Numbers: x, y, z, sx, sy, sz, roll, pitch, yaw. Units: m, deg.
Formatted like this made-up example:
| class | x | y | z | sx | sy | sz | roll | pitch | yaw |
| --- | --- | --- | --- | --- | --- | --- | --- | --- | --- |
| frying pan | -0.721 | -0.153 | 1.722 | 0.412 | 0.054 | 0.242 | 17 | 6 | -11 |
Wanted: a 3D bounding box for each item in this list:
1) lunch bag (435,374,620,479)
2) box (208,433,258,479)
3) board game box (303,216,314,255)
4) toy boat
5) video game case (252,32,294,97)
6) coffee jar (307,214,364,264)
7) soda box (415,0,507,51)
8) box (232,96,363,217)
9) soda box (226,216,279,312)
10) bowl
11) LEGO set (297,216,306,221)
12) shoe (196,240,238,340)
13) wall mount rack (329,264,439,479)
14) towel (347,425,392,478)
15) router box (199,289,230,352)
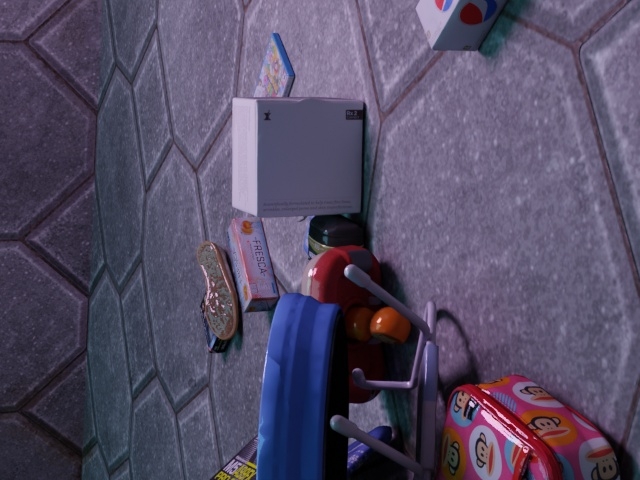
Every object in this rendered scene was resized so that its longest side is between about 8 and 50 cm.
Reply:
| class | x | y | z | sx | sy | sz | roll | pitch | yaw |
| --- | --- | --- | --- | --- | --- | --- | --- | --- | --- |
| lunch bag | 0.235 | 0.322 | 1.257 | 0.258 | 0.120 | 0.293 | -143 | 51 | -58 |
| box | -0.117 | 0.445 | 1.996 | 0.060 | 0.216 | 0.270 | 52 | 163 | -14 |
| board game box | 0.000 | 0.000 | 1.901 | 0.090 | 0.020 | 0.090 | -122 | 35 | -50 |
| toy boat | 0.064 | 0.125 | 1.647 | 0.151 | 0.151 | 0.231 | 4 | 97 | 38 |
| video game case | -0.090 | -0.284 | 2.091 | 0.166 | 0.015 | 0.119 | 112 | 147 | -45 |
| coffee jar | 0.020 | 0.051 | 1.782 | 0.096 | 0.079 | 0.184 | -144 | 55 | -62 |
| soda box | 0.190 | -0.323 | 1.340 | 0.216 | 0.069 | 0.074 | 119 | 142 | -52 |
| box | -0.037 | -0.134 | 1.765 | 0.119 | 0.181 | 0.182 | -159 | 68 | -66 |
| soda box | -0.132 | 0.047 | 2.176 | 0.063 | 0.058 | 0.183 | 122 | 141 | -54 |
| bowl | -0.014 | 0.261 | 1.410 | 0.391 | 0.077 | 0.391 | 1 | -90 | -84 |
| LEGO set | -0.022 | -0.072 | 1.952 | 0.054 | 0.023 | 0.083 | 51 | 125 | 52 |
| shoe | -0.208 | 0.106 | 2.379 | 0.076 | 0.058 | 0.219 | -20 | 72 | 22 |
| wall mount rack | 0.084 | 0.205 | 1.415 | 0.304 | 0.130 | 0.350 | 89 | -175 | -55 |
| towel | -0.032 | 0.420 | 1.686 | 0.040 | 0.336 | 0.243 | 45 | 149 | 4 |
| router box | -0.226 | 0.171 | 2.442 | 0.092 | 0.038 | 0.122 | 117 | 143 | -49 |
